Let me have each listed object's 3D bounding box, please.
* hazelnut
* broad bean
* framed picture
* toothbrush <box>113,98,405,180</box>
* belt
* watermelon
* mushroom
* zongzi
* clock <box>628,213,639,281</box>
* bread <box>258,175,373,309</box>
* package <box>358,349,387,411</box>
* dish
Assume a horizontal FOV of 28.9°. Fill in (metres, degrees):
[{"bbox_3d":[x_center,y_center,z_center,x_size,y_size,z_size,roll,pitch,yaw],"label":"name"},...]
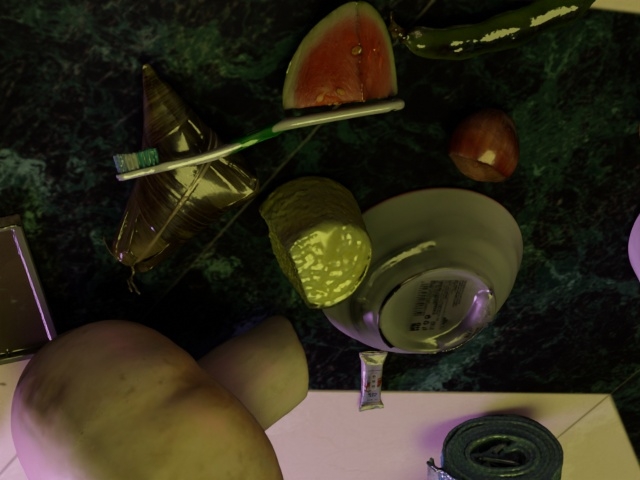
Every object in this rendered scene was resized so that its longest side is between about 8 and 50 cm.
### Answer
[{"bbox_3d":[0.181,-0.106,1.366,0.086,0.086,0.086,-8,132,-9],"label":"hazelnut"},{"bbox_3d":[0.181,-0.223,1.280,0.227,0.039,0.069,-12,133,-7],"label":"broad bean"},{"bbox_3d":[-0.454,0.080,1.391,0.290,0.020,0.211,-11,133,-5],"label":"framed picture"},{"bbox_3d":[-0.058,-0.105,1.252,0.304,0.030,0.030,-13,133,-12],"label":"toothbrush"},{"bbox_3d":[0.247,0.310,1.706,0.163,0.147,0.082,23,139,24],"label":"belt"},{"bbox_3d":[0.027,-0.176,1.243,0.125,0.094,0.135,-5,134,-11],"label":"watermelon"},{"bbox_3d":[-0.169,0.250,1.407,0.353,0.325,0.353,-11,147,-7],"label":"mushroom"},{"bbox_3d":[-0.186,-0.066,1.294,0.187,0.084,0.184,-38,119,12],"label":"zongzi"},{"bbox_3d":[0.503,0.001,1.544,0.230,0.083,0.230,-8,135,-8],"label":"clock"},{"bbox_3d":[0.000,0.000,1.380,0.111,0.114,0.129,-25,125,0],"label":"bread"},{"bbox_3d":[0.068,0.184,1.629,0.037,0.015,0.110,-4,130,-5],"label":"package"},{"bbox_3d":[0.130,0.062,1.490,0.260,0.085,0.260,-8,133,-9],"label":"dish"}]
